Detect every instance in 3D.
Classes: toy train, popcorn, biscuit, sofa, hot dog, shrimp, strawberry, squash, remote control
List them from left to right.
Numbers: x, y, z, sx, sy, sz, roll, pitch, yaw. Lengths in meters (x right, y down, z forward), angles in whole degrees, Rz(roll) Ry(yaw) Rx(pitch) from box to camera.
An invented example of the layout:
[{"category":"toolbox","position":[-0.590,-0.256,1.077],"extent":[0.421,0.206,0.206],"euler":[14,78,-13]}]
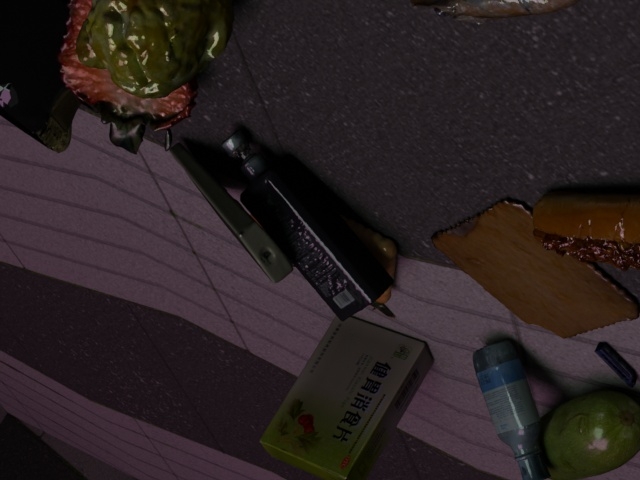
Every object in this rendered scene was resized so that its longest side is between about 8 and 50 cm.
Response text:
[{"category":"sofa","position":[-0.431,-0.270,1.902],"extent":[0.258,0.182,0.200],"euler":[35,173,0]},{"category":"strawberry","position":[-0.255,-0.254,1.739],"extent":[0.188,0.106,0.286],"euler":[5,134,10]},{"category":"popcorn","position":[-0.211,-0.264,1.552],"extent":[0.212,0.198,0.198],"euler":[-4,135,46]},{"category":"remote control","position":[-0.135,-0.049,1.898],"extent":[0.123,0.038,0.285],"euler":[55,175,-39]},{"category":"biscuit","position":[0.000,0.001,1.936],"extent":[0.250,0.030,0.160],"euler":[28,149,15]},{"category":"shrimp","position":[0.165,-0.268,1.252],"extent":[0.223,0.047,0.126],"euler":[-3,129,46]},{"category":"biscuit","position":[0.279,0.045,1.704],"extent":[0.237,0.013,0.232],"euler":[40,154,-10]},{"category":"squash","position":[0.372,0.303,1.930],"extent":[0.118,0.118,0.370],"euler":[36,157,-2]},{"category":"toy train","position":[0.407,0.170,1.763],"extent":[0.083,0.017,0.017],"euler":[43,147,-17]},{"category":"hot dog","position":[0.340,-0.007,1.461],"extent":[0.249,0.076,0.102],"euler":[7,140,47]}]

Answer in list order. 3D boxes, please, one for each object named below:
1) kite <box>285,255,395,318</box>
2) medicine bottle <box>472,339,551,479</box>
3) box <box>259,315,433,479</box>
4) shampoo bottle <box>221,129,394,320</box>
[{"category":"kite","position":[0.017,0.061,2.058],"extent":[0.241,0.014,0.183],"euler":[28,155,12]},{"category":"medicine bottle","position":[0.284,0.253,1.897],"extent":[0.090,0.054,0.208],"euler":[-40,67,65]},{"category":"box","position":[0.043,0.257,2.079],"extent":[0.175,0.260,0.062],"euler":[18,153,33]},{"category":"shampoo bottle","position":[-0.031,-0.029,1.839],"extent":[0.309,0.071,0.098],"euler":[50,143,-4]}]
